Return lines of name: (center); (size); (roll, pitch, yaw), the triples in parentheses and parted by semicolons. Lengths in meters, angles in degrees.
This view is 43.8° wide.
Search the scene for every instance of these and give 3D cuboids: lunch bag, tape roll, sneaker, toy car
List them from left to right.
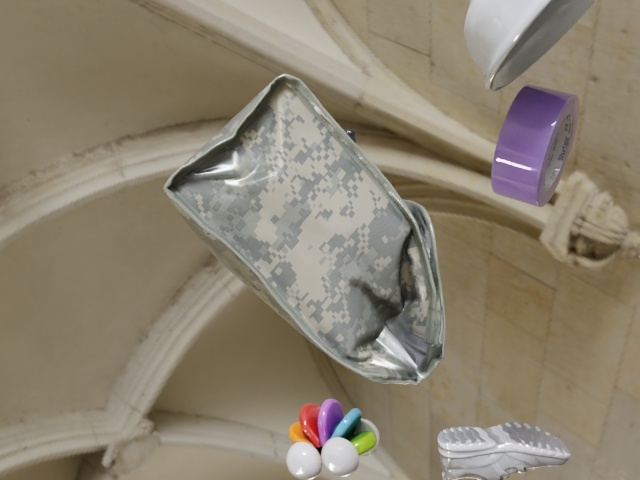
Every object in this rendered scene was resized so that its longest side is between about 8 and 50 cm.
lunch bag: (0.000, 0.000, 0.771); (0.169, 0.235, 0.287); (-43, -81, -4)
toy car: (0.018, 0.377, 1.550); (0.159, 0.182, 0.136); (-18, -88, -60)
sneaker: (0.381, 0.455, 1.676); (0.281, 0.105, 0.115); (2, -72, -2)
tape roll: (0.353, -0.155, 1.306); (0.189, 0.080, 0.189); (-42, -37, -44)

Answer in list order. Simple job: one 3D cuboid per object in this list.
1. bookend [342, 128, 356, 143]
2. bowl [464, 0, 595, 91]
bookend: (0.008, -0.065, 1.171); (0.072, 0.157, 0.156); (-3, -99, -10)
bowl: (0.310, -0.373, 1.180); (0.298, 0.134, 0.298); (-42, -10, -10)
